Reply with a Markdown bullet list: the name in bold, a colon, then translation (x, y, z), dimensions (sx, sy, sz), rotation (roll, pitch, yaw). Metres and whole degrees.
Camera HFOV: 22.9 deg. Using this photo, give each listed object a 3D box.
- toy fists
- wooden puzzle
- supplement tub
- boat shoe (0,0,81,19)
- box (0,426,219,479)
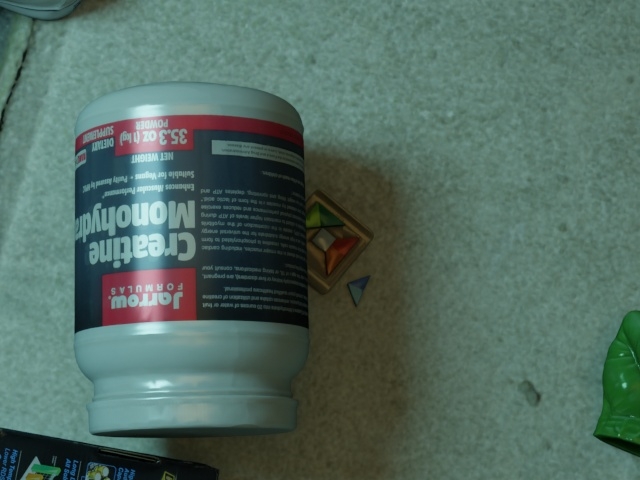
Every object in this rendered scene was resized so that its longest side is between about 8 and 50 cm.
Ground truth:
- **toy fists**: translation (0.379, 0.145, 1.365), dimensions (0.279, 0.096, 0.142), rotation (20, 78, 0)
- **wooden puzzle**: translation (0.000, 0.000, 1.396), dimensions (0.116, 0.014, 0.078), rotation (33, 79, 1)
- **supplement tub**: translation (-0.105, 0.021, 1.293), dimensions (0.191, 0.191, 0.272), rotation (-1, 80, -5)
- **boat shoe**: translation (-0.330, -0.261, 1.373), dimensions (0.258, 0.084, 0.095), rotation (9, 80, -4)
- **box**: translation (-0.249, 0.298, 1.256), dimensions (0.293, 0.073, 0.295), rotation (13, 80, -22)
